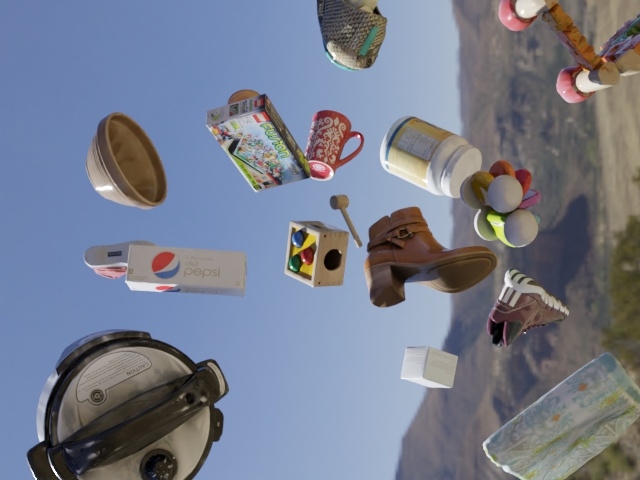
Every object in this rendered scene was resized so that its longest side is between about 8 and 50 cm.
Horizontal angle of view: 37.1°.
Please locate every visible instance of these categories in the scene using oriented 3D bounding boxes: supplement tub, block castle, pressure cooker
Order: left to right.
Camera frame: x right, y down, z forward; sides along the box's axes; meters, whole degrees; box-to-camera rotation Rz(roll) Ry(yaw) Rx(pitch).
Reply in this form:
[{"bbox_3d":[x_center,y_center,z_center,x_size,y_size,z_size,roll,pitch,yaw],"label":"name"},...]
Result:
[{"bbox_3d":[-0.414,0.385,2.066,0.369,0.376,0.420,-70,16,-12],"label":"pressure cooker"},{"bbox_3d":[0.253,-0.190,2.190,0.144,0.200,0.144,-33,-42,-36],"label":"supplement tub"},{"bbox_3d":[0.647,-0.548,2.114,0.303,0.453,0.213,48,170,-10],"label":"block castle"}]

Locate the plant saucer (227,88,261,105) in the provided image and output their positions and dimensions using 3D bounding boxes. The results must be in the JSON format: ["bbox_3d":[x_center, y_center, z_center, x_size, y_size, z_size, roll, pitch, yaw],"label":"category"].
[{"bbox_3d":[-0.164,-0.298,2.117,0.083,0.084,0.013,77,-176,-46],"label":"plant saucer"}]

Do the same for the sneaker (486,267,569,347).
[{"bbox_3d":[0.439,0.170,2.096,0.281,0.106,0.162,30,-88,-51],"label":"sneaker"}]

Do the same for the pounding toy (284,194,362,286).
[{"bbox_3d":[0.006,-0.004,2.144,0.181,0.094,0.206,22,109,54],"label":"pounding toy"}]

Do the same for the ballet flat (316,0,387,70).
[{"bbox_3d":[0.052,-0.555,1.972,0.182,0.164,0.482,-54,37,37],"label":"ballet flat"}]

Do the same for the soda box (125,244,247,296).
[{"bbox_3d":[-0.247,0.057,1.769,0.069,0.216,0.073,93,180,-73],"label":"soda box"}]

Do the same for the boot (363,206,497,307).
[{"bbox_3d":[0.224,0.016,2.010,0.109,0.284,0.220,51,-154,-36],"label":"boot"}]

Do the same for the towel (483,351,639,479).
[{"bbox_3d":[0.531,0.391,2.013,0.090,0.320,0.374,54,-172,33],"label":"towel"}]

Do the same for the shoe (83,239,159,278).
[{"bbox_3d":[-0.429,0.043,2.122,0.081,0.178,0.063,80,-172,-70],"label":"shoe"}]

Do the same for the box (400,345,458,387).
[{"bbox_3d":[0.282,0.328,2.472,0.102,0.101,0.087,-13,60,56],"label":"box"}]

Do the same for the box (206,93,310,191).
[{"bbox_3d":[-0.108,-0.170,1.701,0.207,0.114,0.036,55,-153,-50],"label":"box"}]

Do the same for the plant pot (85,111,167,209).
[{"bbox_3d":[-0.467,-0.171,2.221,0.237,0.110,0.237,56,-159,-33],"label":"plant pot"}]

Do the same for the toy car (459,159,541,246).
[{"bbox_3d":[0.385,-0.079,1.946,0.182,0.136,0.159,62,162,-17],"label":"toy car"}]

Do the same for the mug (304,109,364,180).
[{"bbox_3d":[0.028,-0.260,2.613,0.113,0.150,0.169,50,-134,-43],"label":"mug"}]
